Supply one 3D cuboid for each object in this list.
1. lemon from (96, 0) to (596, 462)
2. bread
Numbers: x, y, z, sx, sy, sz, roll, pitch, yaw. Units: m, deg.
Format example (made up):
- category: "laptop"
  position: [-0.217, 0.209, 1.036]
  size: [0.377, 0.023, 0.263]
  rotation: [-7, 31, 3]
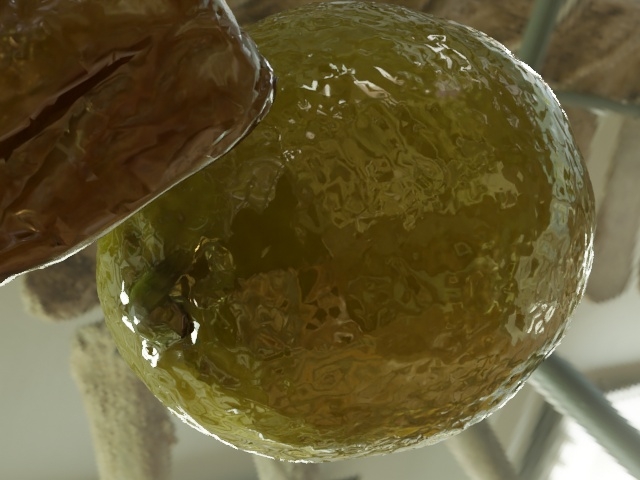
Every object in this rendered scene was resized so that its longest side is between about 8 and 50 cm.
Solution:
- category: "lemon"
  position: [0.000, 0.000, 0.933]
  size: [0.364, 0.364, 0.364]
  rotation: [-31, -46, -37]
- category: "bread"
  position: [-0.199, -0.003, 0.505]
  size: [0.380, 0.185, 0.109]
  rotation: [-32, -73, -5]
